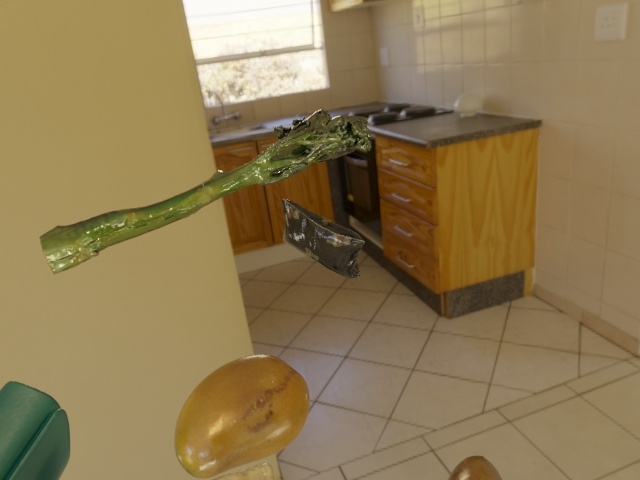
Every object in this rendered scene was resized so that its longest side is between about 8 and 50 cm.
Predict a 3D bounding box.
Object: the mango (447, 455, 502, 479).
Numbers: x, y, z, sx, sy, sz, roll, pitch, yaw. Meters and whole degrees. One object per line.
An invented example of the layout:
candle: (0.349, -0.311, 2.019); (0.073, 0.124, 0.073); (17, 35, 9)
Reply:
mango: (0.260, 0.458, 0.830); (0.121, 0.151, 0.221); (17, 1, 13)

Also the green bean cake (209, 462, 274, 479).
green bean cake: (-0.139, 0.446, 0.820); (0.109, 0.179, 0.085); (-7, 54, -25)

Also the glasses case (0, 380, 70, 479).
glasses case: (-0.256, 0.243, 0.310); (0.070, 0.117, 0.301); (19, 29, -7)

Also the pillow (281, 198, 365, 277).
pillow: (0.000, 0.000, 0.767); (0.150, 0.090, 0.048); (29, 36, 19)

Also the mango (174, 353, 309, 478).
mango: (-0.201, 0.447, 1.275); (0.378, 0.263, 0.221); (-25, -9, -36)

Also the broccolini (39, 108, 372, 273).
broccolini: (-0.074, -0.052, 0.363); (0.255, 0.057, 0.071); (-23, -16, -25)
